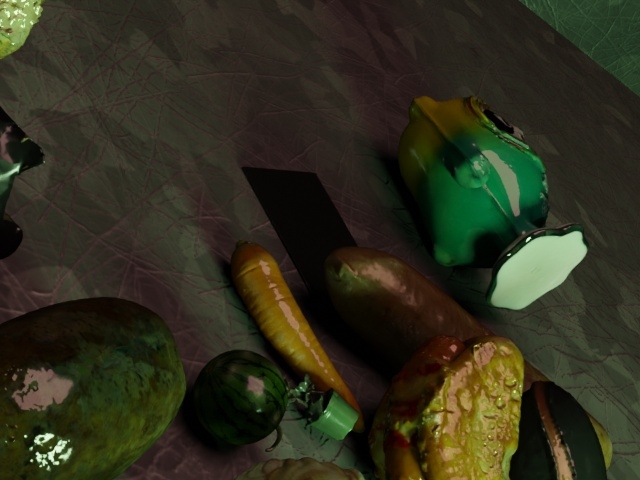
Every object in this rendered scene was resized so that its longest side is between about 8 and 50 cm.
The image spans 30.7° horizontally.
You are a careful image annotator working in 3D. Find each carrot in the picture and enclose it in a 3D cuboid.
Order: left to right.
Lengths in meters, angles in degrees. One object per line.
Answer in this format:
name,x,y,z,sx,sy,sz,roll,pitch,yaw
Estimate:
carrot,-0.032,0.115,1.372,0.062,0.066,0.271,-28,78,-20

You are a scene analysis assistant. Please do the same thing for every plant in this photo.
plant,-0.007,0.184,1.326,0.102,0.051,0.051,36,31,-11

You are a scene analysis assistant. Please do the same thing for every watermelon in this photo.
watermelon,-0.078,0.163,1.202,0.109,0.109,0.109,34,32,-25

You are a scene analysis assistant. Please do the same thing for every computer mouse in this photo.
computer mouse,0.277,0.322,1.369,0.183,0.116,0.323,53,39,-57

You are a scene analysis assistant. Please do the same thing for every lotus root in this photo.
lotus root,-0.219,0.137,0.986,0.160,0.152,0.275,61,31,3

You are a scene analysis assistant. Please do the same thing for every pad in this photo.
pad,0.000,0.000,1.600,0.170,0.006,0.245,-1,55,-53

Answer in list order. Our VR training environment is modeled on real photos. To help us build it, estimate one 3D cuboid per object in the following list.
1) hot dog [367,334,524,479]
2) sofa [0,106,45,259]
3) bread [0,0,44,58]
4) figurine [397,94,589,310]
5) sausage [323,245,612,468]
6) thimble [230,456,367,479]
hot dog,0.140,0.220,1.347,0.153,0.150,0.256,18,63,-14
sofa,-0.405,-0.066,1.010,0.200,0.182,0.258,44,23,29
bread,-0.368,-0.245,1.155,0.174,0.245,0.121,7,85,-27
figurine,0.246,-0.075,1.829,0.340,0.231,0.323,58,4,33
sausage,0.190,0.169,1.531,0.501,0.123,0.136,40,2,-16
thimble,-0.015,0.296,1.095,0.191,0.137,0.143,23,38,-15
